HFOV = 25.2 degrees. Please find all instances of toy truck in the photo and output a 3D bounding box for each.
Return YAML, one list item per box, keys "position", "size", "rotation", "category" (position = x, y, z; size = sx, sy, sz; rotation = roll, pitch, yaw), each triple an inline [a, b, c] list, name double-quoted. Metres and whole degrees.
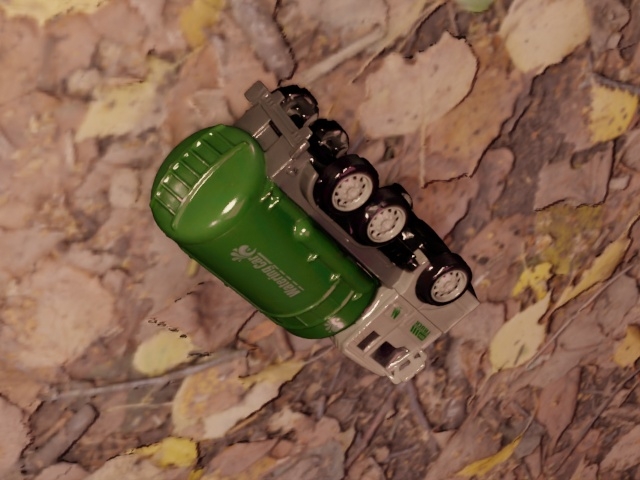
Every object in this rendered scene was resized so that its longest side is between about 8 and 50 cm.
- position: [0.000, 0.000, 0.928]
  size: [0.125, 0.101, 0.242]
  rotation: [-44, 136, 6]
  category: "toy truck"
